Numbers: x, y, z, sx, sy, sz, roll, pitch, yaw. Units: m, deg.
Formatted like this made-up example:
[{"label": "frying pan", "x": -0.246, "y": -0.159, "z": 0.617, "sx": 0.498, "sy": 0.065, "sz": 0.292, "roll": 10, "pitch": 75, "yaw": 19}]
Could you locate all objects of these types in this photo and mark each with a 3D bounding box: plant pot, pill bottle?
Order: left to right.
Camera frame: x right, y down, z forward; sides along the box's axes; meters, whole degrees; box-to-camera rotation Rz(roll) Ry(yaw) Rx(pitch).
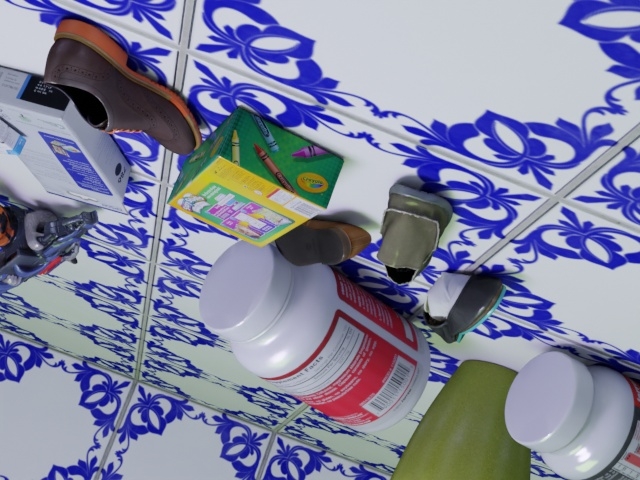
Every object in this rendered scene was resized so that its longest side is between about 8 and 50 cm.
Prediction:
[{"label": "pill bottle", "x": -0.009, "y": 0.163, "z": 1.925, "sx": 0.229, "sy": 0.229, "sz": 0.408, "roll": -1, "pitch": 151, "yaw": 46}, {"label": "plant pot", "x": 0.302, "y": 0.395, "z": 2.149, "sx": 0.275, "sy": 0.293, "sz": 0.275, "roll": 18, "pitch": 161, "yaw": 7}, {"label": "pill bottle", "x": 0.514, "y": 0.344, "z": 1.932, "sx": 0.363, "sy": 0.210, "sz": 0.210, "roll": 29, "pitch": 159, "yaw": -24}]

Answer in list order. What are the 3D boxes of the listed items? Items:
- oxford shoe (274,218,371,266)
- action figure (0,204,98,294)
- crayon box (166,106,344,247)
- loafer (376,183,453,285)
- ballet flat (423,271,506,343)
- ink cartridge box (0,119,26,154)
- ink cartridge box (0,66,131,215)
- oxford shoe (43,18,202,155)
[{"label": "oxford shoe", "x": 0.000, "y": 0.000, "z": 1.726, "sx": 0.076, "sy": 0.076, "sz": 0.212, "roll": -15, "pitch": -164, "yaw": -35}, {"label": "action figure", "x": -0.581, "y": -0.044, "z": 2.124, "sx": 0.341, "sy": 0.178, "sz": 0.330, "roll": -27, "pitch": 144, "yaw": 28}, {"label": "crayon box", "x": -0.100, "y": -0.081, "z": 1.570, "sx": 0.165, "sy": 0.081, "sz": 0.278, "roll": 26, "pitch": 160, "yaw": -16}, {"label": "loafer", "x": 0.130, "y": 0.000, "z": 1.555, "sx": 0.094, "sy": 0.087, "sz": 0.251, "roll": 16, "pitch": 161, "yaw": 11}, {"label": "ballet flat", "x": 0.215, "y": 0.107, "z": 1.768, "sx": 0.096, "sy": 0.095, "sz": 0.280, "roll": 31, "pitch": 161, "yaw": 4}, {"label": "ink cartridge box", "x": -0.483, "y": -0.160, "z": 1.626, "sx": 0.048, "sy": 0.028, "sz": 0.083, "roll": 6, "pitch": 156, "yaw": 34}, {"label": "ink cartridge box", "x": -0.404, "y": -0.150, "z": 1.710, "sx": 0.165, "sy": 0.065, "sz": 0.332, "roll": 15, "pitch": 159, "yaw": 13}, {"label": "oxford shoe", "x": -0.262, "y": -0.174, "z": 1.449, "sx": 0.097, "sy": 0.098, "sz": 0.271, "roll": 3, "pitch": 155, "yaw": 40}]
